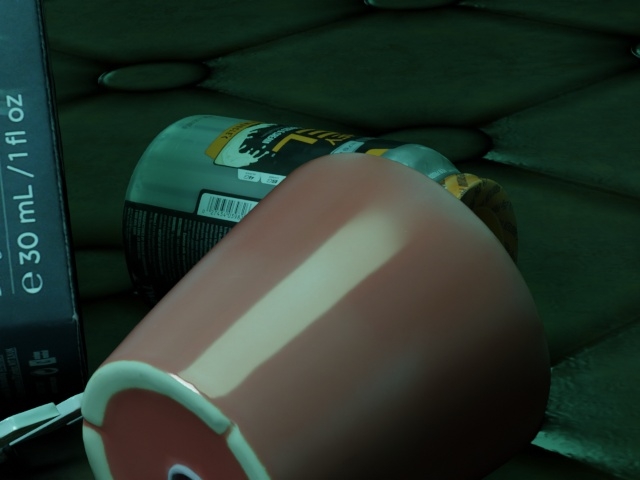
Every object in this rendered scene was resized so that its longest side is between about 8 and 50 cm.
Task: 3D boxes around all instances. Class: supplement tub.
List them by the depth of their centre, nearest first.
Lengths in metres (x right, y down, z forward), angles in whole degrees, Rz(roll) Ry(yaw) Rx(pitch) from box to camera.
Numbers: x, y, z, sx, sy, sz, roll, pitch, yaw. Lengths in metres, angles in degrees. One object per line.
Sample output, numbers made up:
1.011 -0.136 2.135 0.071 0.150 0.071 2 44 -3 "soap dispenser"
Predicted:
0.000 0.000 1.701 0.316 0.194 0.193 10 25 31 "supplement tub"

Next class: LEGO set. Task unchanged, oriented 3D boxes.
-0.251 0.143 1.431 0.244 0.060 0.182 -30 -8 33 "LEGO set"

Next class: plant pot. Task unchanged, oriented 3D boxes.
-0.016 0.110 1.359 0.275 0.275 0.243 14 37 39 "plant pot"

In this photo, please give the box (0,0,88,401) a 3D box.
-0.449 -0.101 1.561 0.471 0.480 0.297 -8 -15 -7 "box"
